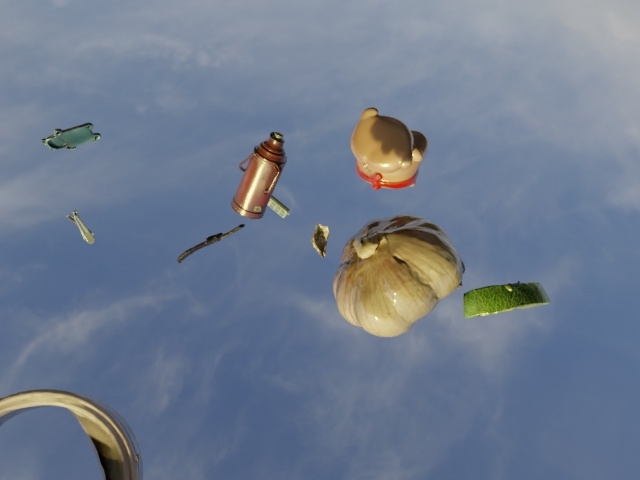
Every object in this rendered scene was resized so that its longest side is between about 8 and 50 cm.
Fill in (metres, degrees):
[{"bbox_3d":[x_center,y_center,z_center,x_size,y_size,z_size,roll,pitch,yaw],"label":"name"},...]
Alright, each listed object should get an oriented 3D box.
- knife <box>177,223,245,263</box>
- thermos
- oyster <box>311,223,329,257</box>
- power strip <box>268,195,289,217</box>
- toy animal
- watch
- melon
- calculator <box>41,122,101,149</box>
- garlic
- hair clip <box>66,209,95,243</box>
[{"bbox_3d":[-0.319,0.002,1.632,0.222,0.045,0.021,-30,-112,-2],"label":"knife"},{"bbox_3d":[-0.146,-0.171,1.460,0.099,0.232,0.124,4,-143,-37],"label":"thermos"},{"bbox_3d":[-0.003,0.000,1.631,0.051,0.034,0.093,14,-97,-23],"label":"oyster"},{"bbox_3d":[-0.129,-0.102,1.656,0.090,0.040,0.016,39,-122,-3],"label":"power strip"},{"bbox_3d":[0.150,-0.192,1.254,0.171,0.197,0.171,-3,-102,12],"label":"toy animal"},{"bbox_3d":[-0.276,0.277,0.617,0.244,0.196,0.231,-5,-107,-19],"label":"watch"},{"bbox_3d":[0.429,0.131,1.287,0.209,0.118,0.064,0,-110,-33],"label":"melon"},{"bbox_3d":[-0.659,-0.272,1.503,0.141,0.094,0.019,-18,-112,-3],"label":"calculator"},{"bbox_3d":[0.166,0.071,1.320,0.322,0.322,0.241,-36,-79,-32],"label":"garlic"},{"bbox_3d":[-0.635,-0.035,1.518,0.039,0.115,0.030,34,-114,29],"label":"hair clip"}]
